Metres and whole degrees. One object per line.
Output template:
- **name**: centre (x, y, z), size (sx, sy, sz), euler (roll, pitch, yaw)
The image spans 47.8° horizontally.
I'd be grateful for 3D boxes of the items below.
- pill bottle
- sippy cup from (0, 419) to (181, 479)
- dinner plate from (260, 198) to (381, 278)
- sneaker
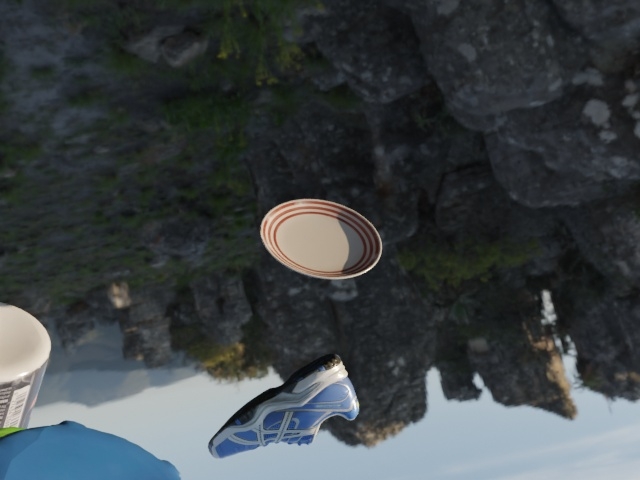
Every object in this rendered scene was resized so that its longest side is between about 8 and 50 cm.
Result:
- **pill bottle**: centre (-0.392, 0.196, 0.801), size (0.131, 0.130, 0.245), euler (-6, 131, -49)
- **sippy cup**: centre (-0.192, 0.258, 0.487), size (0.224, 0.306, 0.240), euler (-63, 163, 14)
- **dinner plate**: centre (0.000, 0.000, 0.830), size (0.141, 0.141, 0.017), euler (-11, 136, -28)
- **sneaker**: centre (-0.049, 0.224, 0.892), size (0.211, 0.081, 0.080), euler (-32, -178, 17)
